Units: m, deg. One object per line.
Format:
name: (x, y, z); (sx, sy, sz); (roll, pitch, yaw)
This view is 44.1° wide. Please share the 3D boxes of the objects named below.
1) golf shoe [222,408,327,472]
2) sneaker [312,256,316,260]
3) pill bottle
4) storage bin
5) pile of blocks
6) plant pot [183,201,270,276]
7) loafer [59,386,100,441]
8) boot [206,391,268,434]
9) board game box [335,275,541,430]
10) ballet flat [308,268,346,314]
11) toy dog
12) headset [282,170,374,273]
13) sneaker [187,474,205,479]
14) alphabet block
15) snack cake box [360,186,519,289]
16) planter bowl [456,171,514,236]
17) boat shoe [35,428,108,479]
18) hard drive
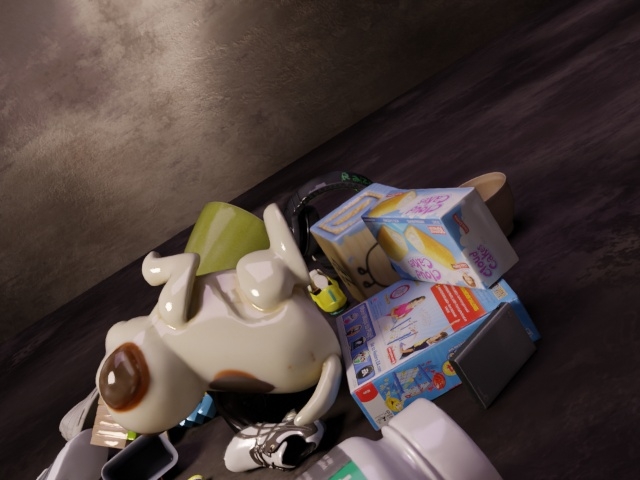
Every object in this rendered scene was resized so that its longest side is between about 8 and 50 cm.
golf shoe: (-0.084, 0.349, 1.325); (0.198, 0.077, 0.094); (-30, 17, 14)
sneaker: (0.000, 0.000, 2.192); (0.052, 0.058, 0.135); (-26, 17, 23)
pill bottle: (0.028, 0.353, 0.880); (0.361, 0.204, 0.204); (-37, 17, -12)
storage bin: (-0.341, 0.441, 1.532); (0.135, 0.098, 0.091); (-38, -10, -15)
pile of blocks: (-0.307, 0.364, 1.693); (0.362, 0.148, 0.112); (-21, -25, 8)
plant pot: (-0.277, 0.093, 2.150); (0.275, 0.275, 0.293); (-9, 45, 54)
loafer: (-0.507, 0.382, 1.971); (0.112, 0.112, 0.319); (-1, 43, 52)
boot: (-0.098, 0.257, 1.504); (0.229, 0.091, 0.263); (-37, 33, -10)
board game box: (0.186, 0.151, 1.371); (0.302, 0.086, 0.308); (-31, 17, 6)
ballet flat: (0.003, 0.108, 1.845); (0.077, 0.077, 0.231); (-36, 16, -6)
toy dog: (-0.190, 0.192, 1.390); (0.408, 0.395, 0.284); (-23, -21, -6)
headset: (-0.012, -0.020, 1.960); (0.394, 0.244, 0.185); (-52, 35, 25)
sneaker: (-0.245, 0.450, 1.410); (0.083, 0.031, 0.035); (-32, 17, 4)
alphabet block: (0.122, 0.013, 1.688); (0.192, 0.197, 0.193); (-36, 16, -6)
snack cake box: (0.199, -0.007, 1.374); (0.089, 0.152, 0.264); (-39, 17, -19)
planter bowl: (0.334, -0.052, 1.634); (0.162, 0.109, 0.162); (-31, 16, 10)
boat shoe: (-0.553, 0.523, 1.661); (0.102, 0.108, 0.301); (-23, 26, 26)
hard drive: (0.256, 0.170, 1.172); (0.135, 0.094, 0.022); (-41, 18, -26)
